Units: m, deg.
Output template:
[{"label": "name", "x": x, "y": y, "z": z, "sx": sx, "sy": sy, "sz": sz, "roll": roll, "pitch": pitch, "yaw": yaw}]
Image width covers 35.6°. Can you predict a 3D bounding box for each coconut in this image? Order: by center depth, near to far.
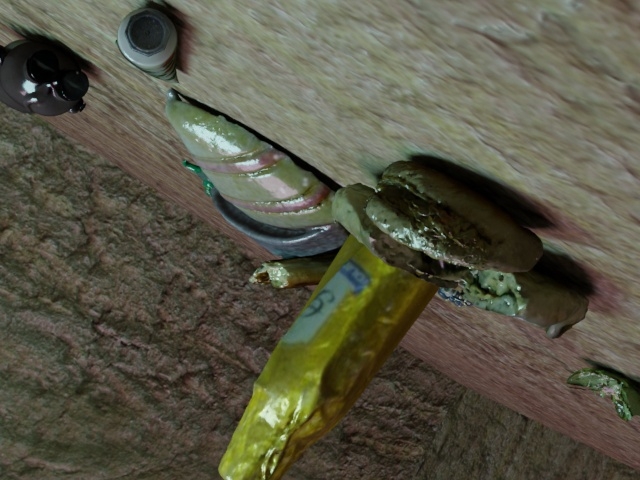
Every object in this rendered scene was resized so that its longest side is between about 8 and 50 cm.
[{"label": "coconut", "x": 0.476, "y": 0.247, "z": 1.612, "sx": 0.133, "sy": 0.055, "sz": 0.158, "roll": 34, "pitch": 174, "yaw": -39}]

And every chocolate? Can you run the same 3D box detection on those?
[{"label": "chocolate", "x": 0.014, "y": 0.173, "z": 1.419, "sx": 0.162, "sy": 0.445, "sz": 0.162, "roll": 34, "pitch": 171, "yaw": 6}]

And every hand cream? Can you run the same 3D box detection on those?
[{"label": "hand cream", "x": -0.194, "y": -0.214, "z": 1.120, "sx": 0.095, "sy": 0.059, "sz": 0.276, "roll": 34, "pitch": 178, "yaw": -10}]

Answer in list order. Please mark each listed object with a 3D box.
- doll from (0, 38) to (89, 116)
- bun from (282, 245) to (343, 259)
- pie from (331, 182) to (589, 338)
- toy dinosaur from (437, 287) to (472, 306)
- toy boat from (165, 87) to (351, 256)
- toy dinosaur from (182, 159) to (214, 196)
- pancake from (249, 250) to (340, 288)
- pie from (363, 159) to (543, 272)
[{"label": "doll", "x": -0.475, "y": -0.270, "z": 1.654, "sx": 0.182, "sy": 0.117, "sz": 0.257, "roll": 36, "pitch": 171, "yaw": -29}, {"label": "bun", "x": 0.000, "y": 0.000, "z": 1.690, "sx": 0.141, "sy": 0.083, "sz": 0.141, "roll": -5, "pitch": 170, "yaw": -1}, {"label": "pie", "x": 0.161, "y": 0.026, "z": 1.189, "sx": 0.338, "sy": 0.075, "sz": 0.337, "roll": 27, "pitch": -176, "yaw": -2}, {"label": "toy dinosaur", "x": 0.217, "y": 0.084, "z": 1.641, "sx": 0.083, "sy": 0.030, "sz": 0.047, "roll": 25, "pitch": 171, "yaw": 31}, {"label": "toy boat", "x": -0.082, "y": -0.075, "z": 1.468, "sx": 0.276, "sy": 0.111, "sz": 0.293, "roll": 22, "pitch": 162, "yaw": 23}, {"label": "toy dinosaur", "x": -0.195, "y": -0.122, "z": 1.845, "sx": 0.132, "sy": 0.059, "sz": 0.096, "roll": 20, "pitch": 163, "yaw": 15}, {"label": "pancake", "x": -0.007, "y": 0.058, "z": 1.625, "sx": 0.244, "sy": 0.057, "sz": 0.266, "roll": -16, "pitch": 167, "yaw": 42}, {"label": "pie", "x": 0.135, "y": -0.022, "z": 1.007, "sx": 0.193, "sy": 0.079, "sz": 0.163, "roll": 29, "pitch": -170, "yaw": 38}]
